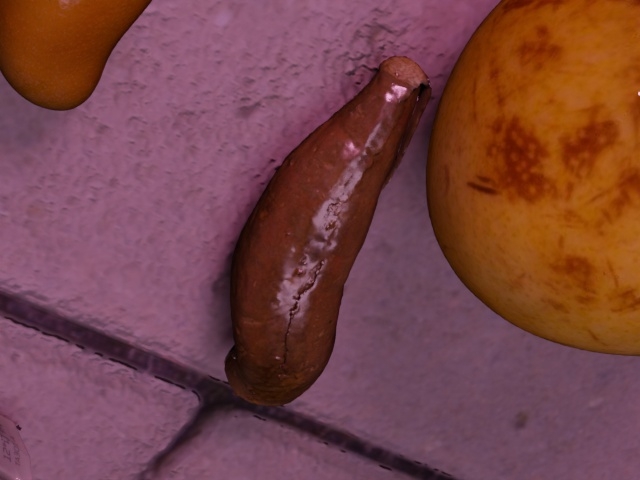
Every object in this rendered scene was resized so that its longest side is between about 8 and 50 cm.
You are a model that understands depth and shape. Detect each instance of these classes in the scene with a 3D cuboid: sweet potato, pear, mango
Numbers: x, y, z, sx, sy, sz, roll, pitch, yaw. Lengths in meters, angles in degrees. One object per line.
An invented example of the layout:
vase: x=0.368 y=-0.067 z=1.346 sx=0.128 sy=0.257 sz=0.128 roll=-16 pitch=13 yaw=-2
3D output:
sweet potato: x=-0.006 y=-0.004 z=1.362 sx=0.112 sy=0.085 sz=0.286 roll=-18 pitch=134 yaw=-56
pear: x=0.199 y=-0.057 z=1.263 sx=0.280 sy=0.281 sz=0.281 roll=-11 pitch=133 yaw=-12
mango: x=-0.148 y=-0.156 z=1.161 sx=0.102 sy=0.085 sz=0.184 roll=3 pitch=138 yaw=-29

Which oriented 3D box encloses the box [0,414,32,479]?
box: x=-0.346 y=0.207 z=1.401 sx=0.269 sy=0.079 sz=0.135 roll=-40 pitch=133 yaw=14
